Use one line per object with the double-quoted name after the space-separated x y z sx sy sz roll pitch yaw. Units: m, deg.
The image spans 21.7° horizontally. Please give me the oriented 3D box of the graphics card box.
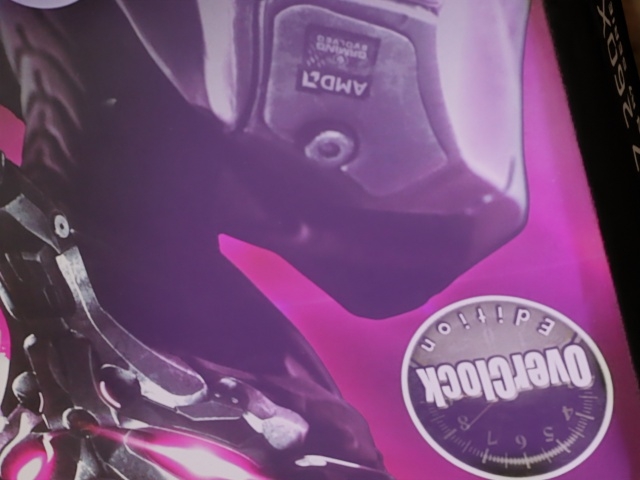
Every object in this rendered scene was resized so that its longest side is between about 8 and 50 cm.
-0.007 0.035 0.500 0.233 0.094 0.371 -8 111 23 "graphics card box"
